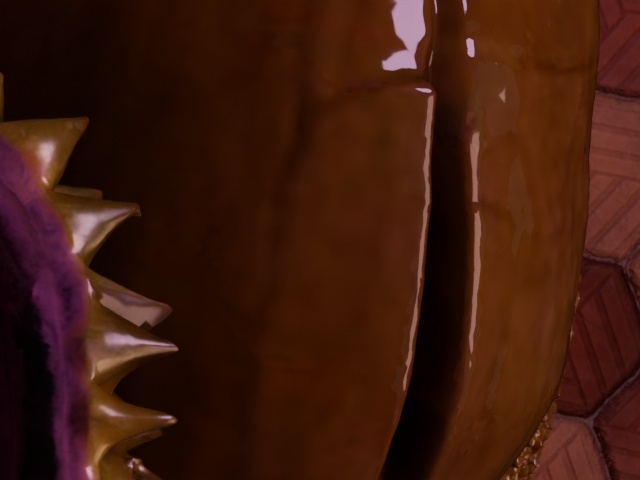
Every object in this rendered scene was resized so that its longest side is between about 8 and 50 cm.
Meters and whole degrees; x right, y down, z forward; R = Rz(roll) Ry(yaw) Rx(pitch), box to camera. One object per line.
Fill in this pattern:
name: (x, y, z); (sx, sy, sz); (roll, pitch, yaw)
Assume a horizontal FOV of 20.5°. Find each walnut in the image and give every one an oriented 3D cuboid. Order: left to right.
walnut: (-0.011, -0.054, 0.542); (0.209, 0.209, 0.336); (-3, 104, -79)

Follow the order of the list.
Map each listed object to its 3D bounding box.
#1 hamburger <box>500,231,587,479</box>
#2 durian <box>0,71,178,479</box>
hamburger: (0.064, 0.040, 1.054); (0.302, 0.170, 0.302); (12, 90, -84)
durian: (-0.121, 0.083, 0.391); (0.260, 0.154, 0.186); (-65, -170, -21)
